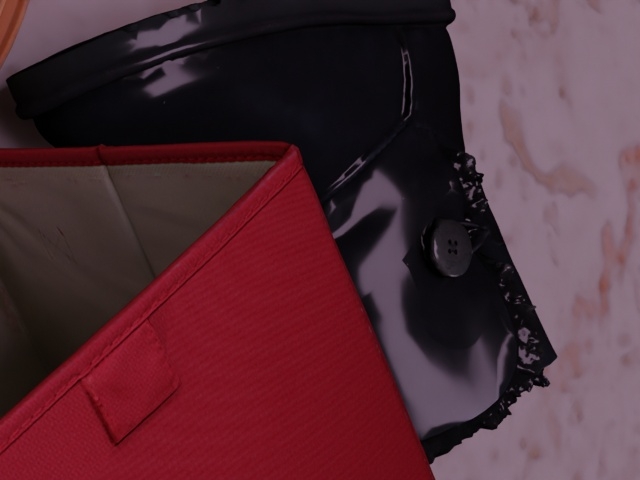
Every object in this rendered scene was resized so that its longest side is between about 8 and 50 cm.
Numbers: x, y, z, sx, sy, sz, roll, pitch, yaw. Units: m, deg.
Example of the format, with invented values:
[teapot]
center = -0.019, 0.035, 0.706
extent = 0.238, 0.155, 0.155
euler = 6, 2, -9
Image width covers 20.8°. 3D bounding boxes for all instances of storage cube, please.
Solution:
[storage cube]
center = -0.088, 0.098, 0.551
extent = 0.215, 0.183, 0.193
euler = -44, 122, -39

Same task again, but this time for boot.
[boot]
center = 0.000, 0.000, 0.726
extent = 0.246, 0.094, 0.207
euler = -17, 91, -49

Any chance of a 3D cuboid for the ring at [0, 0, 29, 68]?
[ring]
center = -0.238, -0.156, 0.577
extent = 0.336, 0.032, 0.337
euler = 7, 79, -42
